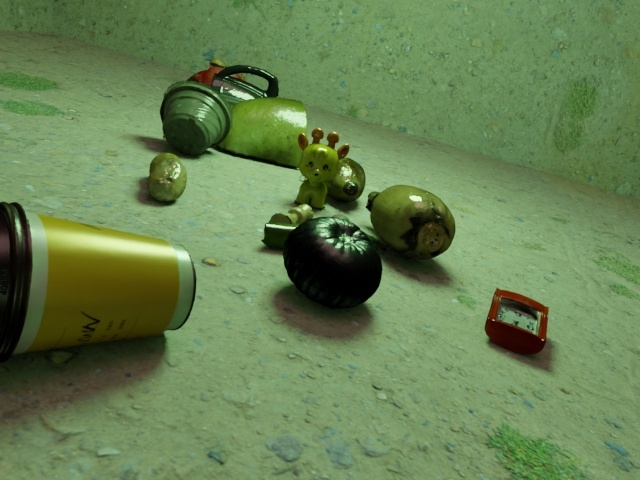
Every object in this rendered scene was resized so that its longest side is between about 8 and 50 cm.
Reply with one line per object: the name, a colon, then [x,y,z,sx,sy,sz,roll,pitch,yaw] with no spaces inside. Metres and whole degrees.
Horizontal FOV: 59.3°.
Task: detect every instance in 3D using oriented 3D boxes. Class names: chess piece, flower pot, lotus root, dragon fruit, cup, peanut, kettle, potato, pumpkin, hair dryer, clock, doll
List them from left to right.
cup: [-0.318,0.056,0.740,0.280,0.196,0.196,6,21,-42]
peanut: [-0.375,-0.158,1.378,0.100,0.099,0.214,8,16,-18]
flower pot: [-0.397,-0.357,1.729,0.236,0.235,0.140,15,43,-2]
dragon fruit: [-0.442,-0.644,2.425,0.307,0.243,0.227,-16,19,46]
kettle: [-0.290,-0.528,2.155,0.271,0.250,0.207,13,4,-12]
potato: [-0.225,-0.410,1.947,0.280,0.212,0.330,5,21,-27]
chess piece: [-0.063,-0.055,1.372,0.060,0.060,0.172,21,19,15]
doll: [-0.004,-0.199,1.555,0.143,0.220,0.135,13,24,4]
pumpkin: [0.022,0.042,1.065,0.202,0.140,0.202,23,29,-13]
lotus root: [0.070,-0.176,1.676,0.139,0.138,0.214,13,22,-7]
hair dryer: [0.093,-0.009,1.377,0.154,0.054,0.106,17,25,-7]
lotus root: [0.211,-0.058,1.413,0.183,0.182,0.310,6,16,-24]
clock: [0.390,0.164,1.122,0.113,0.061,0.155,22,25,16]

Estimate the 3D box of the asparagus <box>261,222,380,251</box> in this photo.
asparagus: [0.000,0.002,1.266,0.278,0.060,0.067,9,41,-16]
